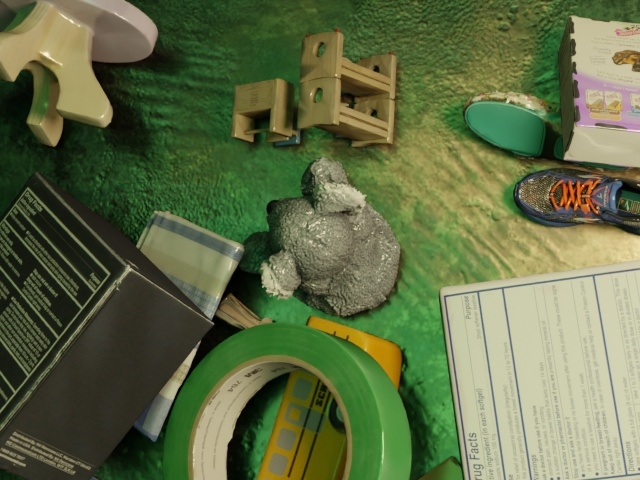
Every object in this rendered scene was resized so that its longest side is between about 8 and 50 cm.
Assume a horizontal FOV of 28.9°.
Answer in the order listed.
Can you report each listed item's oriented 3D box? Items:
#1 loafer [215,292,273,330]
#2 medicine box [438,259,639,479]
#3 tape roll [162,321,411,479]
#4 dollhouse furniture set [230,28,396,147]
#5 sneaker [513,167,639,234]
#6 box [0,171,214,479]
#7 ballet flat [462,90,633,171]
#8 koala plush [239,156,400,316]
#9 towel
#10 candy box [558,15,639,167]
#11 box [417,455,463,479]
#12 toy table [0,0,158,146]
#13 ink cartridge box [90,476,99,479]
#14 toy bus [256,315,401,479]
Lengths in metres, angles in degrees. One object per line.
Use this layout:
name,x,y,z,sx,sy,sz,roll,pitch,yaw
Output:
loafer,-0.086,0.114,1.691,0.125,0.045,0.039,28,81,16
medicine box,0.308,0.178,1.544,0.289,0.149,0.263,-9,76,9
tape roll,-0.046,0.264,1.527,0.321,0.077,0.321,-10,71,31
dollhouse furniture set,-0.009,-0.199,1.701,0.184,0.129,0.129,-3,79,40
sneaker,0.361,-0.057,1.610,0.221,0.087,0.083,5,82,11
box,-0.343,0.119,1.608,0.294,0.183,0.296,-52,44,1
ballet flat,0.309,-0.149,1.643,0.241,0.077,0.091,18,128,8
koala plush,0.000,0.000,1.599,0.203,0.221,0.196,40,90,13
towel,-0.218,0.106,1.670,0.209,0.034,0.285,19,84,47
candy box,0.392,-0.188,1.575,0.165,0.070,0.196,6,53,0
box,0.137,0.405,1.616,0.201,0.021,0.164,-35,77,4
toy table,-0.381,-0.255,1.710,0.274,0.252,0.161,9,67,22
ink cartridge box,-0.278,0.520,1.653,0.330,0.071,0.324,26,87,12
toy bus,0.004,0.276,1.603,0.130,0.108,0.332,15,84,32
